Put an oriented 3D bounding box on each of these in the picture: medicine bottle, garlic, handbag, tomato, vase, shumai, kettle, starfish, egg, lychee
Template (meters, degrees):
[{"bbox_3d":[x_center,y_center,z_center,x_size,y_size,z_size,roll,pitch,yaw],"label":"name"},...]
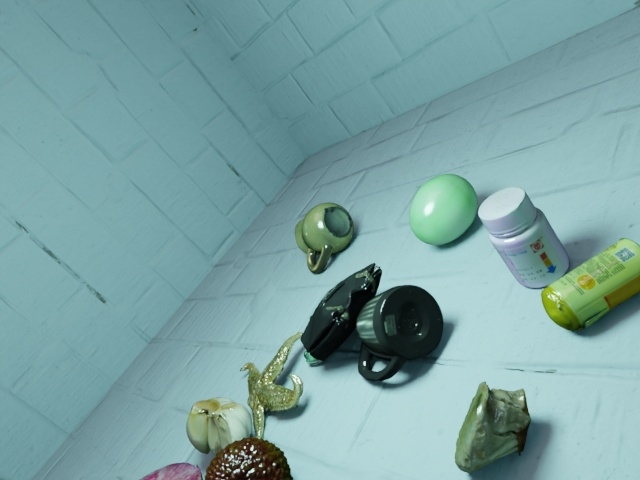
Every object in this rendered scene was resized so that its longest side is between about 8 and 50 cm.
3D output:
[{"bbox_3d":[0.535,-0.007,1.235,0.152,0.254,0.152,-35,21,15],"label":"medicine bottle"},{"bbox_3d":[-0.322,0.624,1.551,0.281,0.203,0.185,-7,2,32],"label":"garlic"},{"bbox_3d":[0.078,0.220,1.535,0.342,0.152,0.288,-48,-7,-32],"label":"handbag"},{"bbox_3d":[-0.460,0.823,1.390,0.335,0.176,0.289,-15,12,40],"label":"tomato"},{"bbox_3d":[0.000,0.000,2.220,0.302,0.241,0.329,-31,46,55],"label":"vase"},{"bbox_3d":[0.356,0.389,0.959,0.120,0.201,0.201,19,50,18],"label":"shumai"},{"bbox_3d":[0.207,0.268,1.388,0.207,0.251,0.271,-12,-7,-24],"label":"kettle"},{"bbox_3d":[0.622,0.106,1.058,0.239,0.124,0.124,-38,21,10],"label":"medicine bottle"},{"bbox_3d":[-0.174,0.480,1.657,0.324,0.082,0.432,-50,18,11],"label":"starfish"},{"bbox_3d":[0.433,-0.108,1.655,0.269,0.220,0.220,-58,25,-13],"label":"egg"},{"bbox_3d":[-0.187,0.636,1.232,0.236,0.236,0.271,-41,1,-1],"label":"lychee"}]

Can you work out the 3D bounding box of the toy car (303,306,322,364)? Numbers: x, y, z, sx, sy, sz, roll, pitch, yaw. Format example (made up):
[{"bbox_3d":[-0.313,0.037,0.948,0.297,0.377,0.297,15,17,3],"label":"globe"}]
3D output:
[{"bbox_3d":[0.006,0.340,1.681,0.090,0.076,0.224,-24,46,42],"label":"toy car"}]
